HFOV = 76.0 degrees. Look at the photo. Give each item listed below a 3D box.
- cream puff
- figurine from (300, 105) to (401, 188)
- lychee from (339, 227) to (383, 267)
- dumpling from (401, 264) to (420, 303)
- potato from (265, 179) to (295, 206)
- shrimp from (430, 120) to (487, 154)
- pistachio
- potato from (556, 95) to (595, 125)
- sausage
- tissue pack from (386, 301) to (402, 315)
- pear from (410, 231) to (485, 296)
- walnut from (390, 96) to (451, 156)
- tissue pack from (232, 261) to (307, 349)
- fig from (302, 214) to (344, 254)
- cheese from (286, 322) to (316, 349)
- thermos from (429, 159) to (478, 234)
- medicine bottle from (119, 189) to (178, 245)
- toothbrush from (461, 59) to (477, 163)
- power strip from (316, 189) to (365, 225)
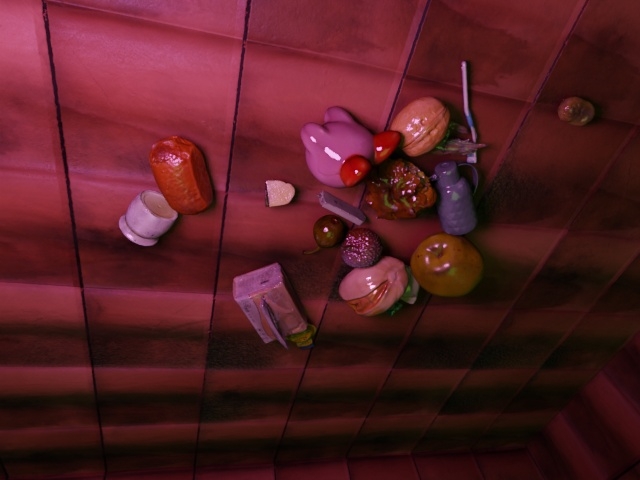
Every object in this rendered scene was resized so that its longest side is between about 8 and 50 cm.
[{"bbox_3d":[0.280,-0.179,1.460,0.269,0.154,0.241,14,130,12],"label":"cream puff"},{"bbox_3d":[0.073,-0.263,1.303,0.261,0.269,0.211,33,143,14],"label":"figurine"},{"bbox_3d":[0.152,0.029,1.591,0.197,0.165,0.165,-5,138,-54],"label":"lychee"},{"bbox_3d":[0.356,0.187,1.799,0.111,0.155,0.180,-1,98,-55],"label":"dumpling"},{"bbox_3d":[-0.144,-0.165,1.443,0.103,0.066,0.096,2,102,-7],"label":"potato"},{"bbox_3d":[0.468,-0.356,1.427,0.224,0.047,0.126,4,124,3],"label":"shrimp"},{"bbox_3d":[0.223,0.186,1.706,0.230,0.229,0.309,29,127,-29],"label":"pistachio"},{"bbox_3d":[0.895,-0.455,1.442,0.138,0.070,0.091,13,122,-23],"label":"potato"},{"bbox_3d":[-0.438,-0.198,1.302,0.141,0.153,0.267,-1,130,12],"label":"sausage"},{"bbox_3d":[0.310,0.296,1.923,0.138,0.028,0.085,34,111,-26],"label":"tissue pack"},{"bbox_3d":[0.514,0.100,1.667,0.295,0.294,0.294,-6,128,-8],"label":"pear"},{"bbox_3d":[0.328,-0.371,1.331,0.197,0.165,0.165,-35,126,22],"label":"walnut"},{"bbox_3d":[-0.200,0.288,1.681,0.239,0.238,0.305,-20,128,3],"label":"tissue pack"},{"bbox_3d":[0.000,0.000,1.582,0.124,0.124,0.236,21,131,-25],"label":"fig"},{"bbox_3d":[-0.088,0.452,1.934,0.157,0.064,0.250,-15,138,0],"label":"cheese"},{"bbox_3d":[0.511,-0.171,1.534,0.182,0.145,0.286,-29,126,-3],"label":"thermos"},{"bbox_3d":[-0.575,-0.074,1.372,0.147,0.147,0.143,32,116,-31],"label":"medicine bottle"},{"bbox_3d":[0.511,-0.426,1.402,0.040,0.040,0.386,-19,130,3],"label":"toothbrush"},{"bbox_3d":[0.074,-0.120,1.518,0.227,0.079,0.029,25,123,-27],"label":"power strip"}]
